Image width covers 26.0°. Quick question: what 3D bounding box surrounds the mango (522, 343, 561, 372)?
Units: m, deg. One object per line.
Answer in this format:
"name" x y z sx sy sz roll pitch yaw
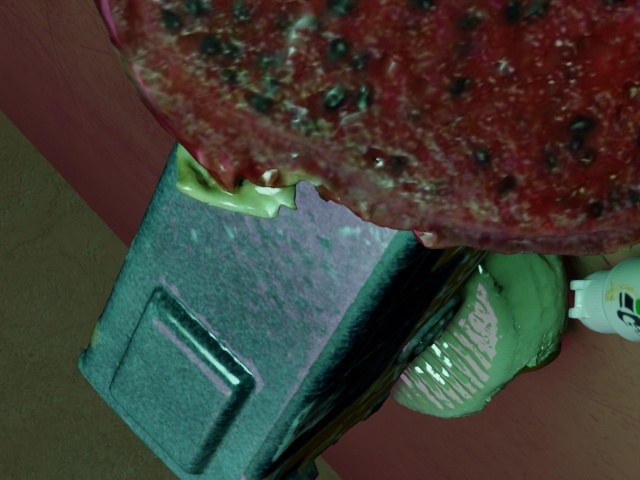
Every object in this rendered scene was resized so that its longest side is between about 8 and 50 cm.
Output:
"mango" 0.108 0.048 1.077 0.163 0.089 0.111 39 165 2

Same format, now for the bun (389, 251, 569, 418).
"bun" 0.072 0.009 0.956 0.221 0.108 0.221 26 134 30

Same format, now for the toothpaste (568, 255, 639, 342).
"toothpaste" 0.226 0.028 0.723 0.058 0.056 0.314 9 173 -17

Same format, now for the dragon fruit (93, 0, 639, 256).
"dragon fruit" 0.009 -0.132 0.548 0.152 0.205 0.317 -111 2 -57

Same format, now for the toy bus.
"toy bus" 0.000 0.000 0.789 0.162 0.194 0.323 43 135 13
